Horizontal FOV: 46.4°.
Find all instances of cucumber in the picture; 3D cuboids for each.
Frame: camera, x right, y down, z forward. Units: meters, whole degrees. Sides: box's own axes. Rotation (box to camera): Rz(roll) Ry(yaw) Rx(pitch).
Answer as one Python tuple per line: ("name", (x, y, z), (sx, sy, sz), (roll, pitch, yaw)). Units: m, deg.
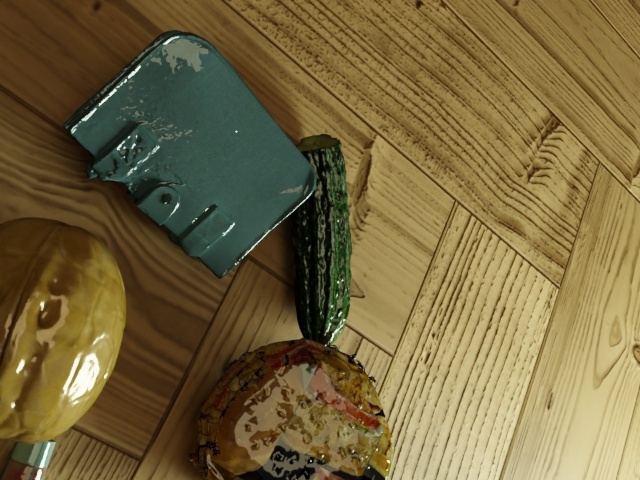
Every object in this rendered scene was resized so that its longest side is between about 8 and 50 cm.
("cucumber", (0.002, 0.000, 0.887), (0.077, 0.077, 0.265), (-3, 87, -34))

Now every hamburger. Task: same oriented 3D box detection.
("hamburger", (-0.022, 0.213, 0.804), (0.231, 0.107, 0.231), (-1, 92, -16))

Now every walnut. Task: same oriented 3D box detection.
("walnut", (-0.255, 0.075, 0.649), (0.165, 0.165, 0.197), (28, 76, -28))

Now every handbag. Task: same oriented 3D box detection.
("handbag", (-0.128, -0.083, 0.767), (0.179, 0.062, 0.229), (-45, 121, -8))

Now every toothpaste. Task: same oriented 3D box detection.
("toothpaste", (-0.293, 0.278, 0.672), (0.056, 0.036, 0.205), (25, 74, -31))
